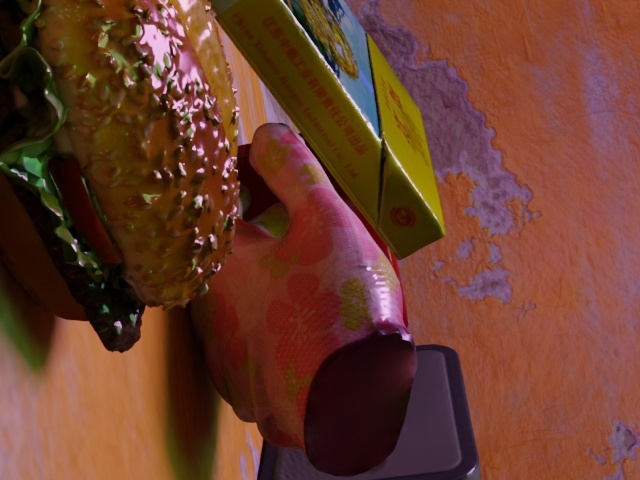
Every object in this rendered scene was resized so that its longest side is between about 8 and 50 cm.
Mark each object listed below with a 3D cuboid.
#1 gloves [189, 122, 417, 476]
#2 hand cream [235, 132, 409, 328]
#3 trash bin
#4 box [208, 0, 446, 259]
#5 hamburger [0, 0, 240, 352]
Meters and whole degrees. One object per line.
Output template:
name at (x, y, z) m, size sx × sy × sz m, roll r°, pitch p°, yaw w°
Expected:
gloves at (-0.027, 0.029, 0.662) m, size 0.241 × 0.126 × 0.145 m, roll 40°, pitch -23°, yaw 50°
hand cream at (0.000, 0.000, 0.918) m, size 0.193 × 0.125 × 0.193 m, roll -13°, pitch 90°, yaw -85°
trash bin at (0.067, 0.289, 0.889) m, size 0.223 × 0.158 × 0.344 m, roll -84°, pitch 164°, yaw -71°
box at (-0.024, -0.158, 0.728) m, size 0.335 × 0.047 × 0.187 m, roll 52°, pitch 18°, yaw -27°
hamburger at (-0.074, -0.042, 0.382) m, size 0.166 × 0.087 × 0.137 m, roll 75°, pitch 8°, yaw -46°
